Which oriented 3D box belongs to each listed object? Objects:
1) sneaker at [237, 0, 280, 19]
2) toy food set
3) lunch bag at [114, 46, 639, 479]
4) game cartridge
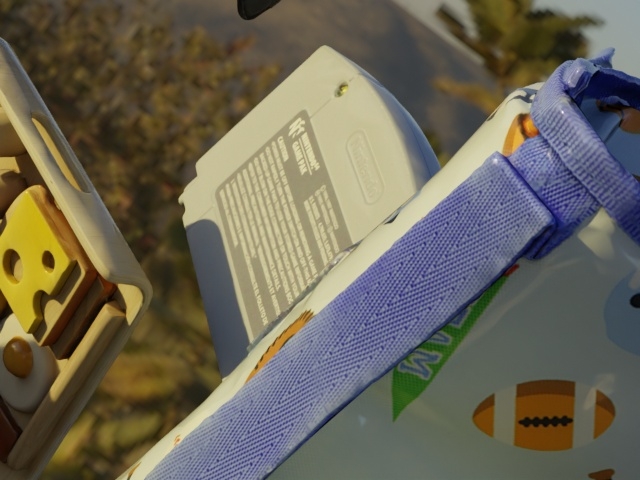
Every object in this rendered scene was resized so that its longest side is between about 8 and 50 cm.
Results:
[{"bbox_3d":[-0.121,-0.281,1.452,0.267,0.106,0.101,36,12,-2],"label":"sneaker"},{"bbox_3d":[-0.250,0.035,1.315,0.092,0.306,0.220,-9,56,-42],"label":"toy food set"},{"bbox_3d":[0.101,0.098,0.862,0.385,0.328,0.239,21,31,-48],"label":"lunch bag"},{"bbox_3d":[0.000,0.000,1.286,0.060,0.196,0.294,29,28,-34],"label":"game cartridge"}]
